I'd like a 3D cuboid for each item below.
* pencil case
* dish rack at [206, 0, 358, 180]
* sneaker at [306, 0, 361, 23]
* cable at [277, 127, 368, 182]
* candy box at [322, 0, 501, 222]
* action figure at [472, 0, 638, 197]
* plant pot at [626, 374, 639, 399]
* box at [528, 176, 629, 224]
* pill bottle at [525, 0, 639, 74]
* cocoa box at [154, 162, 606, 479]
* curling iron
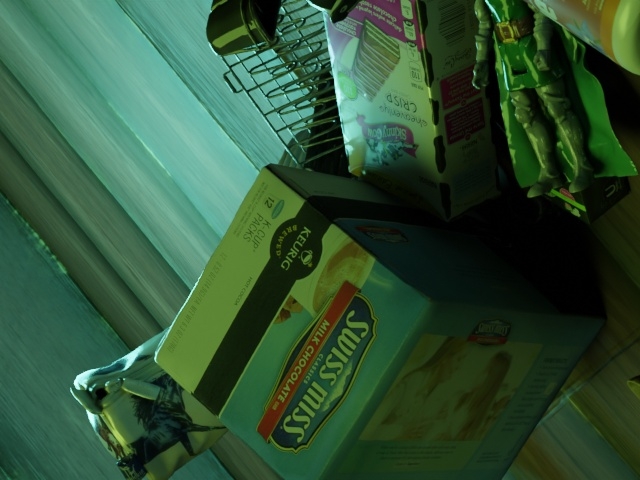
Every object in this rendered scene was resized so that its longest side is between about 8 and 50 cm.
[{"bbox_3d":[-0.095,0.122,2.359,0.160,0.410,0.183,53,176,20],"label":"pencil case"},{"bbox_3d":[-0.017,-0.173,1.957,0.271,0.074,0.208,55,-152,-32],"label":"dish rack"},{"bbox_3d":[0.048,-0.274,1.620,0.099,0.153,0.282,51,162,5],"label":"sneaker"},{"bbox_3d":[0.000,0.000,2.132,0.089,0.257,0.257,9,144,15],"label":"cable"},{"bbox_3d":[0.080,-0.152,1.825,0.159,0.071,0.233,29,138,48],"label":"candy box"},{"bbox_3d":[0.173,-0.153,1.645,0.137,0.063,0.232,-8,105,47],"label":"action figure"},{"bbox_3d":[0.378,0.192,1.783,0.236,0.032,0.236,39,177,2],"label":"plant pot"},{"bbox_3d":[0.223,-0.065,1.749,0.083,0.052,0.062,36,156,45],"label":"box"},{"bbox_3d":[0.188,-0.220,1.432,0.216,0.121,0.121,41,159,35],"label":"pill bottle"},{"bbox_3d":[0.065,0.094,1.900,0.228,0.231,0.347,41,-162,31],"label":"cocoa box"},{"bbox_3d":[0.134,-0.124,1.883,0.274,0.035,0.068,52,162,1],"label":"curling iron"}]
